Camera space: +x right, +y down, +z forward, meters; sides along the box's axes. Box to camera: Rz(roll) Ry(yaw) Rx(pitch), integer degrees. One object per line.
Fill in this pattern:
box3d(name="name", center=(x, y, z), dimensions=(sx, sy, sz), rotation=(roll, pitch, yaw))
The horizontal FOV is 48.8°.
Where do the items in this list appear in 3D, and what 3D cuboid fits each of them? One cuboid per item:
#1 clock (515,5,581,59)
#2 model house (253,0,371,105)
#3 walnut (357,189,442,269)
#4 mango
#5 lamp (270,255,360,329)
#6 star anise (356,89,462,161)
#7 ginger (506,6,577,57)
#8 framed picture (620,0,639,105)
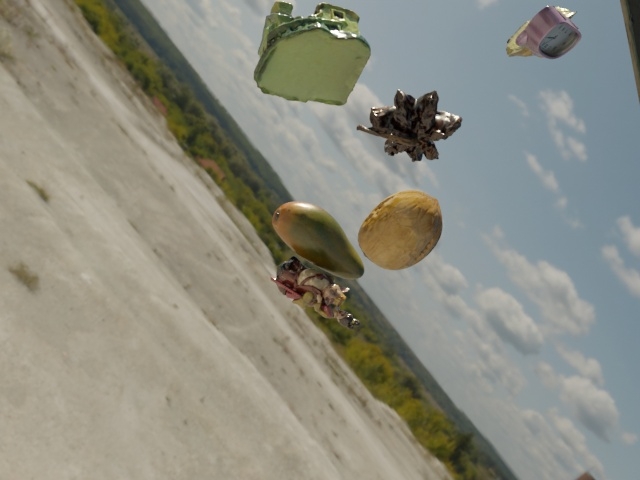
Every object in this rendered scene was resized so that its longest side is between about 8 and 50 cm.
box3d(name="clock", center=(0.508, -0.450, 1.567), dimensions=(0.152, 0.110, 0.050), rotation=(4, 49, -50))
box3d(name="model house", center=(-0.026, -0.414, 1.445), dimensions=(0.195, 0.214, 0.189), rotation=(116, -26, -50))
box3d(name="walnut", center=(0.157, -0.019, 1.363), dimensions=(0.144, 0.180, 0.144), rotation=(52, 8, -10))
box3d(name="mango", center=(-0.005, 0.000, 1.858), dimensions=(0.289, 0.146, 0.129), rotation=(48, 46, -31))
box3d(name="lamp", center=(-0.005, 0.137, 1.836), dimensions=(0.253, 0.118, 0.118), rotation=(31, -11, 31))
box3d(name="star anise", center=(0.224, -0.264, 1.702), dimensions=(0.190, 0.220, 0.126), rotation=(27, 50, -27))
box3d(name="ginger", center=(0.554, -0.500, 1.798), dimensions=(0.115, 0.193, 0.123), rotation=(49, -10, 45))
box3d(name="framed picture", center=(0.790, -0.433, 1.614), dimensions=(0.019, 0.208, 0.281), rotation=(166, -83, -68))
